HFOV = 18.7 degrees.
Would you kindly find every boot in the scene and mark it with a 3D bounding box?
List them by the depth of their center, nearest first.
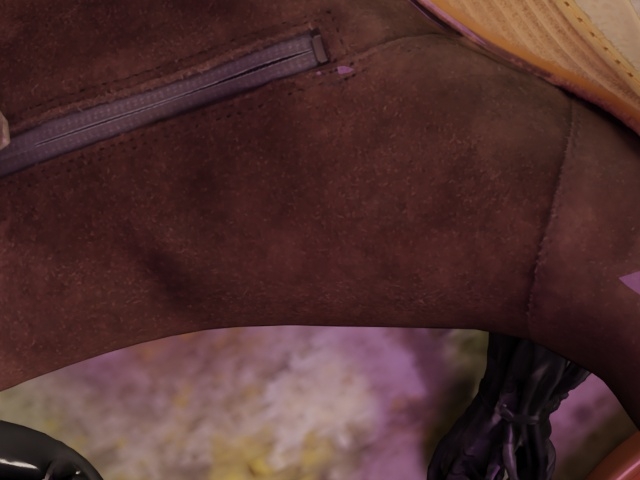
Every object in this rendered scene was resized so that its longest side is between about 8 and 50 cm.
[{"bbox_3d":[0.000,0.000,0.523,0.207,0.090,0.248,-26,84,3],"label":"boot"}]

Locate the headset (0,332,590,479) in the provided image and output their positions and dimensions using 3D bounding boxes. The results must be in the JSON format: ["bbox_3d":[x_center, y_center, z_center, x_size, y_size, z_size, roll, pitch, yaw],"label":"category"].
[{"bbox_3d":[-0.073,0.132,0.529,0.394,0.243,0.185,-25,152,-35],"label":"headset"}]

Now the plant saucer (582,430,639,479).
[{"bbox_3d":[0.159,0.128,0.696,0.200,0.037,0.200,-6,117,-12],"label":"plant saucer"}]
